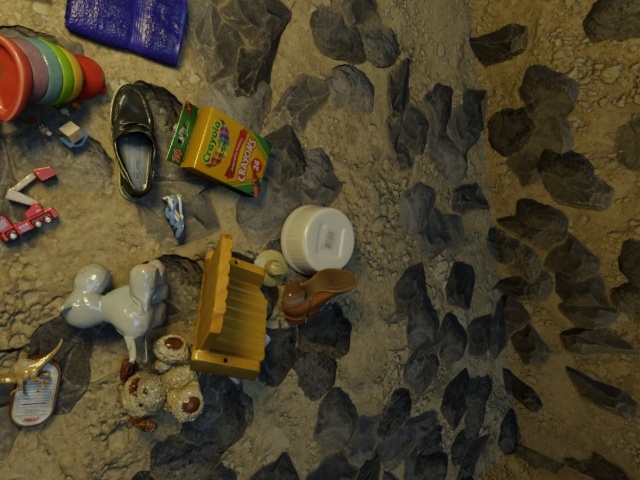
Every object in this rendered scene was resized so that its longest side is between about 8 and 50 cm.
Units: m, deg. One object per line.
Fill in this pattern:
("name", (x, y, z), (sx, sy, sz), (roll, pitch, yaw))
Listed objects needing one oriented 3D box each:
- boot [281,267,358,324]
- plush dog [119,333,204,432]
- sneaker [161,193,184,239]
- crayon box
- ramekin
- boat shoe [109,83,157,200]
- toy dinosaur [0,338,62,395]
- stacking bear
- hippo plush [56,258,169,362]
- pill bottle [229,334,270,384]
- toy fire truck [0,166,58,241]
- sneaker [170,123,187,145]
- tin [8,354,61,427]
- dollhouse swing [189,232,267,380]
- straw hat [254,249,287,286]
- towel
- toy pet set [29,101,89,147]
("boot", (-0.004, 0.222, 1.508), (0.283, 0.109, 0.220), (-16, 141, -15))
("plush dog", (-0.491, 0.445, 1.244), (0.225, 0.210, 0.262), (-18, 75, -19))
("sneaker", (-0.464, -0.074, 1.279), (0.059, 0.053, 0.144), (-6, 88, -35))
("crayon box", (-0.310, -0.283, 1.304), (0.318, 0.081, 0.202), (22, 81, -50))
("ramekin", (0.000, 0.000, 1.551), (0.277, 0.135, 0.277), (-2, 94, -37))
("boat shoe", (-0.535, -0.288, 1.176), (0.127, 0.113, 0.340), (3, 91, -35))
("toy dinosaur", (-0.749, 0.345, 1.064), (0.183, 0.053, 0.093), (-32, 109, -29))
("stacking bear", (-0.668, -0.410, 1.011), (0.175, 0.164, 0.289), (54, 23, -6))
("hippo plush", (-0.582, 0.185, 1.156), (0.236, 0.234, 0.294), (6, 73, -5))
("pill bottle", (-0.264, 0.390, 1.412), (0.187, 0.112, 0.112), (-48, 118, -22))
("toy fire truck", (-0.768, -0.097, 1.067), (0.192, 0.047, 0.135), (-35, 112, -27))
("sneaker", (-0.417, -0.312, 1.302), (0.135, 0.052, 0.058), (33, 85, -26))
("tin", (-0.773, 0.410, 1.105), (0.106, 0.040, 0.190), (11, 87, -31))
("dollhouse swing", (-0.230, 0.195, 1.227), (0.315, 0.305, 0.347), (23, 49, -32))
("straw hat", (-0.167, 0.104, 1.491), (0.144, 0.061, 0.145), (-2, 94, -35))
("towel", (-0.545, -0.661, 1.167), (0.308, 0.076, 0.228), (5, 89, -35))
("toy pet set", (-0.692, -0.311, 1.112), (0.114, 0.065, 0.122), (38, 65, 6))
